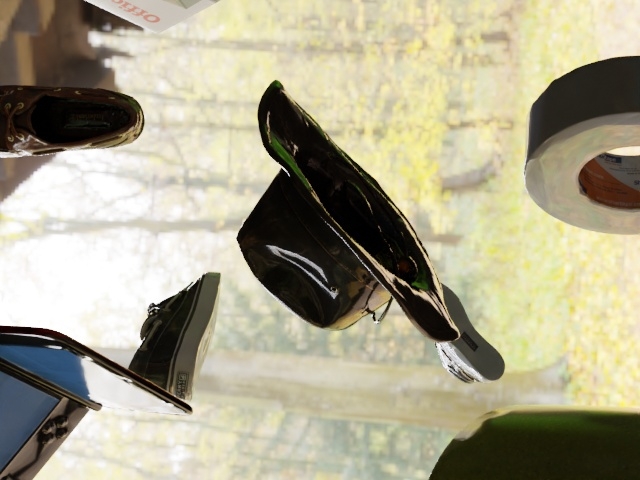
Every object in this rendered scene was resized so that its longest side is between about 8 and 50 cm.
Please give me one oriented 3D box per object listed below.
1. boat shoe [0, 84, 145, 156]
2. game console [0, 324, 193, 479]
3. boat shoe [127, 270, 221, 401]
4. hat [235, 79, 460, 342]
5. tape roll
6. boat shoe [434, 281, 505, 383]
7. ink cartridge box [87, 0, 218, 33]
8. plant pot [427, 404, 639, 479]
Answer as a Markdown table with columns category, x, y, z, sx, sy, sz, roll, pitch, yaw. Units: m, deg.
| category | x | y | z | sx | sy | sz | roll | pitch | yaw |
| --- | --- | --- | --- | --- | --- | --- | --- | --- | --- |
| boat shoe | -0.280 | -0.121 | 1.068 | 0.073 | 0.207 | 0.073 | -115 | 20 | -84 |
| game console | -0.169 | 0.104 | 0.623 | 0.124 | 0.085 | 0.144 | -51 | -38 | -4 |
| boat shoe | -0.144 | 0.084 | 1.079 | 0.219 | 0.070 | 0.078 | -80 | 1 | -70 |
| hat | 0.000 | 0.000 | 1.111 | 0.331 | 0.134 | 0.331 | 50 | -164 | -20 |
| tape roll | 0.318 | -0.091 | 1.091 | 0.219 | 0.219 | 0.072 | 86 | -168 | -59 |
| boat shoe | 0.188 | 0.141 | 1.583 | 0.065 | 0.183 | 0.083 | -40 | 3 | -26 |
| ink cartridge box | -0.148 | -0.329 | 1.053 | 0.198 | 0.273 | 0.115 | 20 | -117 | -43 |
| plant pot | 0.261 | 0.234 | 0.746 | 0.293 | 0.274 | 0.275 | -23 | 55 | 52 |
